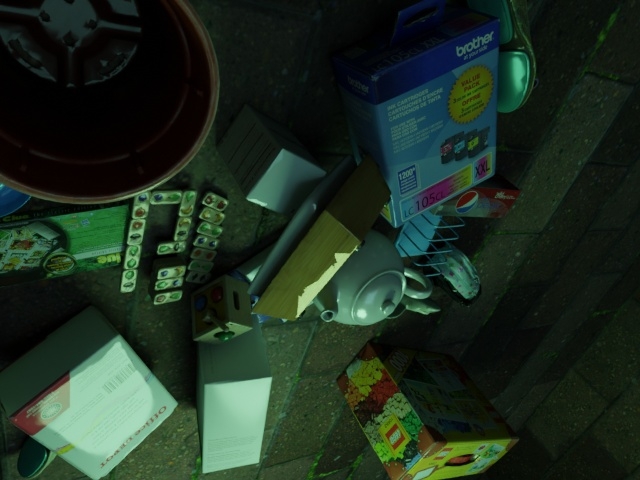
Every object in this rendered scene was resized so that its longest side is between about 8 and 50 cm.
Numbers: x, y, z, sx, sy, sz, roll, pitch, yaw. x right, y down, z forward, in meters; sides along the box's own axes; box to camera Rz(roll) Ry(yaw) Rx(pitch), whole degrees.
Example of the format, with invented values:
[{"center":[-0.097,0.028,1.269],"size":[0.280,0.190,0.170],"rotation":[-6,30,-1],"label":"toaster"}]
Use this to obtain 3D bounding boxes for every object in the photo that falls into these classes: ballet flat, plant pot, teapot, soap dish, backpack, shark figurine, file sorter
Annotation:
[{"center":[-0.611,0.444,1.107],"size":[0.086,0.086,0.248],"rotation":[16,116,-40],"label":"ballet flat"},{"center":[-0.291,-0.227,0.579],"size":[0.272,0.265,0.272],"rotation":[-17,133,-19],"label":"plant pot"},{"center":[0.364,-0.407,0.955],"size":[0.123,0.123,0.348],"rotation":[-38,139,3],"label":"ballet flat"},{"center":[0.110,0.104,1.123],"size":[0.256,0.187,0.252],"rotation":[-43,138,-5],"label":"teapot"},{"center":[0.000,0.000,0.895],"size":[0.291,0.118,0.229],"rotation":[-52,-179,39],"label":"soap dish"},{"center":[0.373,0.091,1.375],"size":[0.115,0.152,0.182],"rotation":[-51,133,-5],"label":"backpack"},{"center":[0.171,0.146,1.339],"size":[0.278,0.166,0.116],"rotation":[-3,104,-8],"label":"shark figurine"},{"center":[0.275,-0.001,1.246],"size":[0.118,0.104,0.170],"rotation":[-4,129,-28],"label":"file sorter"}]

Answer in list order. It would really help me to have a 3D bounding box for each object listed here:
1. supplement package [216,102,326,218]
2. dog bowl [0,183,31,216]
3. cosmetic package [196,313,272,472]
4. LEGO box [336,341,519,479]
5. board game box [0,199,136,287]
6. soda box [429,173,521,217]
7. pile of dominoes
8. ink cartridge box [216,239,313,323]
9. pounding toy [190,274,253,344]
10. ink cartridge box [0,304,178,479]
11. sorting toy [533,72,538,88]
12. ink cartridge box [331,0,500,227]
[{"center":[-0.090,-0.140,0.842],"size":[0.105,0.179,0.105],"rotation":[23,113,-43],"label":"supplement package"},{"center":[-0.548,-0.127,0.647],"size":[0.297,0.074,0.166],"rotation":[11,120,-39],"label":"dog bowl"},{"center":[-0.222,0.378,1.191],"size":[0.155,0.197,0.365],"rotation":[-3,127,-17],"label":"cosmetic package"},{"center":[0.349,0.553,1.580],"size":[0.500,0.372,0.193],"rotation":[19,115,-41],"label":"LEGO box"},{"center":[-0.463,0.006,0.848],"size":[0.260,0.030,0.136],"rotation":[-11,130,-24],"label":"board game box"},{"center":[0.375,-0.118,1.222],"size":[0.263,0.083,0.092],"rotation":[0,127,-33],"label":"soda box"},{"center":[-0.275,0.014,0.941],"size":[0.196,0.040,0.251],"rotation":[-7,131,-39],"label":"pile of dominoes"},{"center":[-0.095,0.103,1.148],"size":[0.224,0.045,0.223],"rotation":[-33,137,-3],"label":"ink cartridge box"},{"center":[-0.212,0.155,1.019],"size":[0.130,0.141,0.100],"rotation":[-29,146,26],"label":"pounding toy"},{"center":[-0.468,0.318,0.999],"size":[0.226,0.131,0.306],"rotation":[-41,142,-26],"label":"ink cartridge box"},{"center":[0.463,-0.355,1.100],"size":[0.102,0.042,0.061],"rotation":[-5,129,-29],"label":"sorting toy"},{"center":[0.189,-0.258,0.923],"size":[0.270,0.151,0.395],"rotation":[-29,131,-12],"label":"ink cartridge box"}]
